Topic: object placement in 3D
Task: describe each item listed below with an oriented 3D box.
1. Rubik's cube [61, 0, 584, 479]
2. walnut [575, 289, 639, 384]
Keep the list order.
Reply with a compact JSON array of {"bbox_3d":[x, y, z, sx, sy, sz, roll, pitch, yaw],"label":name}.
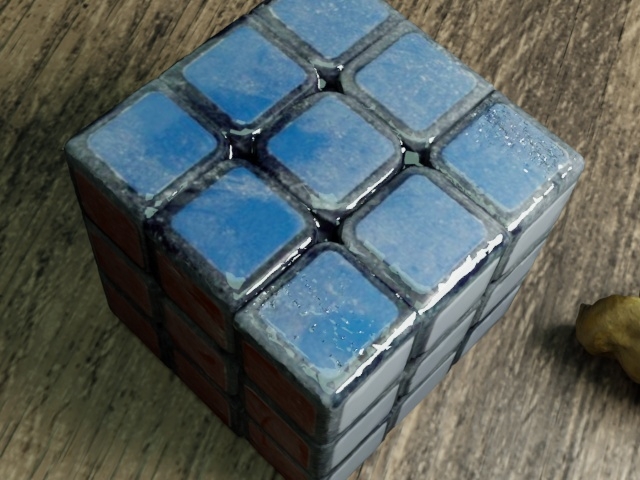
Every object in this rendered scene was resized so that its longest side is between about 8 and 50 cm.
[{"bbox_3d":[0.000,0.000,0.903,0.301,0.303,0.305,-40,73,-22],"label":"Rubik's cube"},{"bbox_3d":[0.370,0.088,0.946,0.238,0.204,0.141,-13,77,-10],"label":"walnut"}]
